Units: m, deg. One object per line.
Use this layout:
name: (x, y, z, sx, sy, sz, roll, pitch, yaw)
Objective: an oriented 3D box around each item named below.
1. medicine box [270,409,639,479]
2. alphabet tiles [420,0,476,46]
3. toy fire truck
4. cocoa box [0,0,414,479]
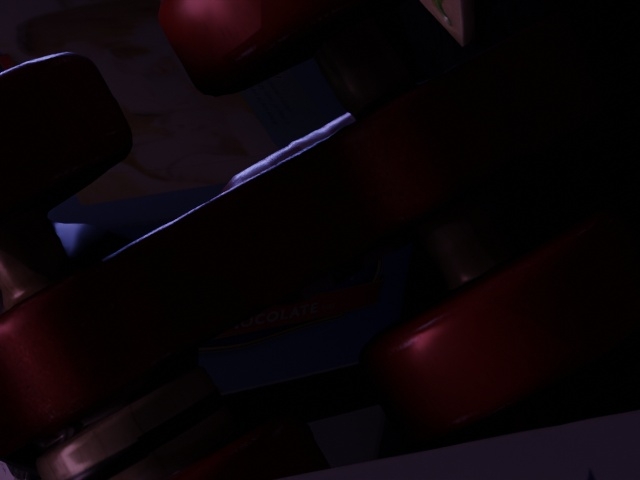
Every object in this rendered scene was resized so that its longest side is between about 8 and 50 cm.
medicine box: (0.015, 0.197, 0.420, 0.263, 0.289, 0.149, -108, 9, -47)
alphabet tiles: (-0.031, -0.227, 0.718, 0.285, 0.011, 0.342, 51, 173, 18)
toy fire truck: (-0.039, 0.014, 0.644, 0.169, 0.302, 0.254, 59, 168, 1)
cocoa box: (-0.122, -0.029, 1.081, 0.347, 0.231, 0.228, -124, 34, -45)
